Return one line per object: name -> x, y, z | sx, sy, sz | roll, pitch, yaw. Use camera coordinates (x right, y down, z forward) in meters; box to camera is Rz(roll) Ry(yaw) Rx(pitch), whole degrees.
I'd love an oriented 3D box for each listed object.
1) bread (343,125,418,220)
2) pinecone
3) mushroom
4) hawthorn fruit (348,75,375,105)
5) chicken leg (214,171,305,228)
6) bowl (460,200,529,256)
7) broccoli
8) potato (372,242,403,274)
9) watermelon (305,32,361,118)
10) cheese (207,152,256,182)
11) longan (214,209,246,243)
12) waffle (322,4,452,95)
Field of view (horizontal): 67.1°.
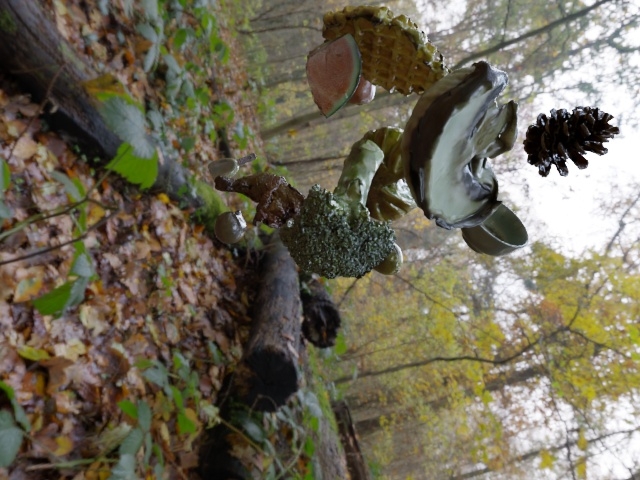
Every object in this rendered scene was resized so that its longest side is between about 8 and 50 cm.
bread -> 0.210, -0.211, 1.606 | 0.160, 0.332, 0.333 | -47, 132, -50
pinecone -> 0.825, -0.333, 1.609 | 0.309, 0.243, 0.244 | -3, -77, 60
mushroom -> 0.263, -0.176, 0.924 | 0.130, 0.247, 0.344 | 51, -3, 40
hawthorn fruit -> 0.132, -0.600, 1.836 | 0.189, 0.149, 0.149 | 71, 1, -46
chicken leg -> -0.170, -0.126, 1.472 | 0.322, 0.177, 0.083 | 42, -28, 20
bowl -> 0.652, -0.038, 1.895 | 0.146, 0.289, 0.290 | -58, -144, 40
broccoli -> 0.072, -0.087, 1.098 | 0.362, 0.221, 0.252 | -61, -168, -16
potato -> 0.293, 0.061, 2.335 | 0.143, 0.169, 0.248 | 4, 37, -53
watermelon -> 0.055, -0.457, 1.328 | 0.128, 0.146, 0.231 | -11, 86, -64
cheese -> -0.340, -0.294, 1.884 | 0.097, 0.192, 0.037 | 61, -11, 17
longan -> -0.275, -0.044, 1.479 | 0.092, 0.113, 0.113 | 33, -27, 29
waffle -> 0.193, -0.555, 1.432 | 0.379, 0.095, 0.382 | 33, -5, -42
